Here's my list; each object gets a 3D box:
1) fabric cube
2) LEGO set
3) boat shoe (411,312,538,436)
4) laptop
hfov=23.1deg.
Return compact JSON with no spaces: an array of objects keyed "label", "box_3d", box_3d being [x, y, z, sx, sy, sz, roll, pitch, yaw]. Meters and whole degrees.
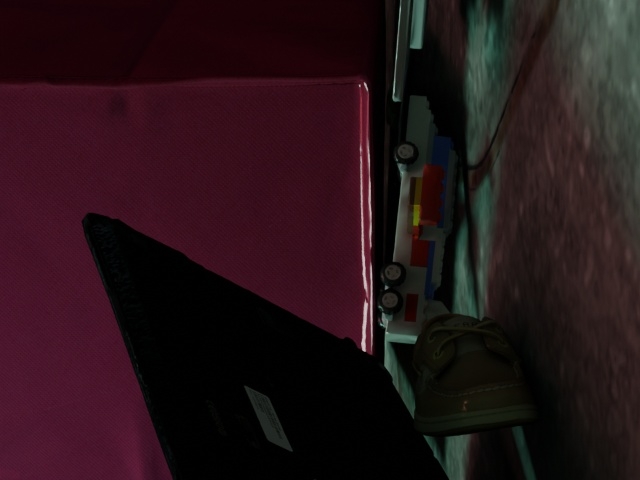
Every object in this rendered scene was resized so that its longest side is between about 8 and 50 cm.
[{"label":"fabric cube","box_3d":[-0.090,-0.010,0.921,0.258,0.259,0.254,-81,-9,-68]},{"label":"LEGO set","box_3d":[0.059,-0.060,0.784,0.182,0.060,0.244,-76,-9,-61]},{"label":"boat shoe","box_3d":[0.059,0.054,0.658,0.135,0.050,0.045,-170,74,-84]},{"label":"laptop","box_3d":[-0.003,0.145,0.637,0.136,0.264,0.234,-52,33,14]}]
